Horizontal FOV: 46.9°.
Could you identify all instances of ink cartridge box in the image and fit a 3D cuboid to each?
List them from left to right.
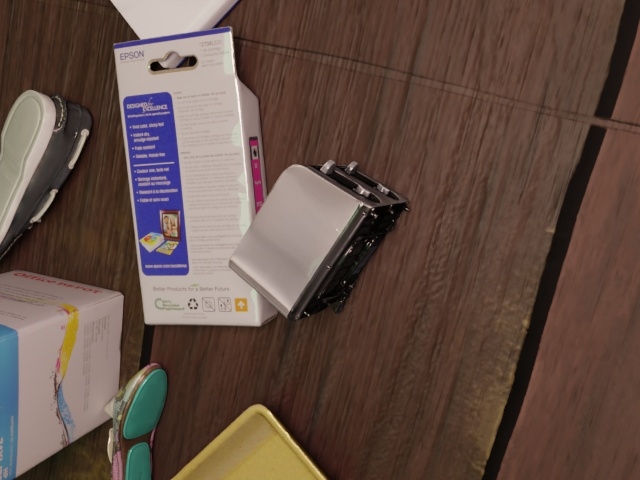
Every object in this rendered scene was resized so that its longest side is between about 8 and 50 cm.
[{"bbox_3d":[-0.424,0.171,0.981,0.198,0.270,0.197,10,103,20],"label":"ink cartridge box"},{"bbox_3d":[-0.160,-0.074,0.952,0.175,0.069,0.371,-1,100,22],"label":"ink cartridge box"}]

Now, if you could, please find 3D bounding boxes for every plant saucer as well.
[{"bbox_3d":[-0.065,0.422,0.983,0.333,0.081,0.333,-45,82,21],"label":"plant saucer"}]

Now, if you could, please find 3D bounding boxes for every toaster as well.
[{"bbox_3d":[0.000,0.000,0.851,0.110,0.168,0.186,37,108,15],"label":"toaster"}]

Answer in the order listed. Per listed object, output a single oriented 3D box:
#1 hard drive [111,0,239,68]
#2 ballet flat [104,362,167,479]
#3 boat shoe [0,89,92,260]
[{"bbox_3d":[-0.145,-0.401,0.913,0.318,0.040,0.210,-40,83,21],"label":"hard drive"},{"bbox_3d":[-0.272,0.271,1.050,0.079,0.077,0.221,17,105,36],"label":"ballet flat"},{"bbox_3d":[-0.418,-0.067,1.040,0.302,0.091,0.114,-51,59,22],"label":"boat shoe"}]
